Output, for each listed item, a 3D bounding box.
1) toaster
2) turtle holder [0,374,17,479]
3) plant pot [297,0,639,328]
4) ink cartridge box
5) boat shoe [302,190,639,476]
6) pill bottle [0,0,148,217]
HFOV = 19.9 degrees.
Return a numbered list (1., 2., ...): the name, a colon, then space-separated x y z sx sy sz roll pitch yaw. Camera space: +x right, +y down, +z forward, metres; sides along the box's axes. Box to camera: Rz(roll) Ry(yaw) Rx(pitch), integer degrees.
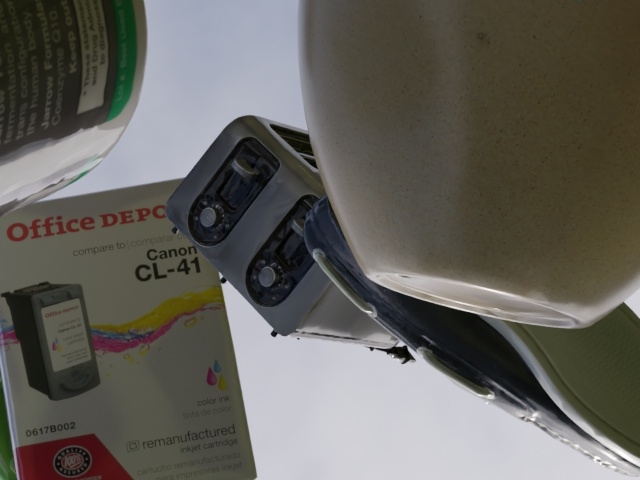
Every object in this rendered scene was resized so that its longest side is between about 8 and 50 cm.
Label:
1. toaster: 0.000 0.000 1.430 0.168 0.110 0.186 45 -161 31
2. turtle holder: -0.247 0.219 1.951 0.320 0.227 0.243 46 -122 3
3. plant pot: 0.110 -0.057 1.032 0.284 0.284 0.191 21 -101 -48
4. ink cartridge box: -0.197 0.111 1.764 0.131 0.226 0.306 114 145 -75
5. boat shoe: 0.121 0.057 1.219 0.302 0.091 0.114 44 -136 -3
6. pill bottle: -0.253 -0.074 0.843 0.361 0.204 0.204 -32 -79 -59
